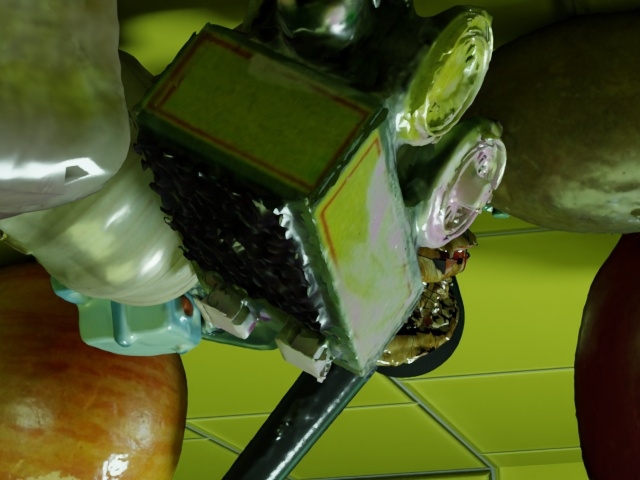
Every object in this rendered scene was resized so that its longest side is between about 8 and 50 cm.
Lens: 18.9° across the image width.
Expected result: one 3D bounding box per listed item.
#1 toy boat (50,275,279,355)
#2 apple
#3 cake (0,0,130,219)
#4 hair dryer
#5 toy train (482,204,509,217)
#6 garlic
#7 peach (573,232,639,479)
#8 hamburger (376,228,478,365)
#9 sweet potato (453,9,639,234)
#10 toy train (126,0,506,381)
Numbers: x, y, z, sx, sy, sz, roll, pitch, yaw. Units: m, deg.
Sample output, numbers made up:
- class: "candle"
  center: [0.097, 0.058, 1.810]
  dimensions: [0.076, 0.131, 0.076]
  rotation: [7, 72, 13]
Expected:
- class: "toy boat"
  center: [-0.111, 0.038, 1.554]
  dimensions: [0.145, 0.133, 0.332]
  rotation: [-9, 164, 21]
- class: "apple"
  center: [-0.252, 0.148, 1.709]
  dimensions: [0.233, 0.286, 0.286]
  rotation: [14, 160, -26]
- class: "cake"
  center: [-0.255, -0.112, 0.756]
  dimensions: [0.308, 0.237, 0.230]
  rotation: [-11, 163, 36]
- class: "hair dryer"
  center: [0.001, 0.113, 1.608]
  dimensions: [0.116, 0.302, 0.244]
  rotation: [35, 173, 17]
- class: "toy train"
  center: [0.060, -0.065, 1.287]
  dimensions: [0.200, 0.083, 0.132]
  rotation: [13, 171, -25]
- class: "garlic"
  center: [-0.104, -0.081, 1.140]
  dimensions: [0.226, 0.199, 0.199]
  rotation: [-40, 154, 11]
- class: "peach"
  center: [0.388, 0.130, 1.560]
  dimensions: [0.339, 0.353, 0.416]
  rotation: [11, 148, 24]
- class: "hamburger"
  center: [0.000, 0.000, 1.336]
  dimensions: [0.231, 0.107, 0.231]
  rotation: [16, -166, -4]
- class: "sweet potato"
  center: [0.219, -0.074, 1.168]
  dimensions: [0.369, 0.158, 0.158]
  rotation: [4, 166, 3]
- class: "toy train"
  center: [0.007, -0.047, 1.054]
  dimensions: [0.134, 0.177, 0.261]
  rotation: [27, 158, 23]
